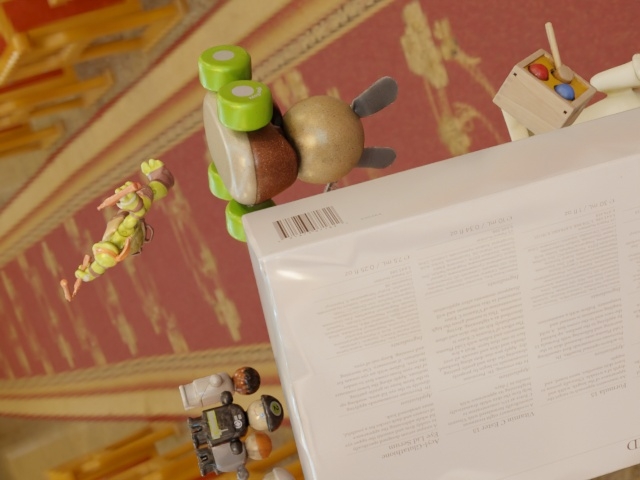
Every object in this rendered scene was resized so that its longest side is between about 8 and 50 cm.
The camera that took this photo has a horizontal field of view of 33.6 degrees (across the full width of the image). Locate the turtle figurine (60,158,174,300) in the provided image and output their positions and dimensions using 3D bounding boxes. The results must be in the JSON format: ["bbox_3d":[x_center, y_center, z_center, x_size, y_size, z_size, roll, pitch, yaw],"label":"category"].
[{"bbox_3d":[-0.288,-0.030,1.596,0.087,0.217,0.269,29,129,-7],"label":"turtle figurine"}]

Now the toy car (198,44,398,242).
[{"bbox_3d":[-0.014,-0.106,1.042,0.149,0.188,0.155,-118,21,-50],"label":"toy car"}]

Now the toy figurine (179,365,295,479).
[{"bbox_3d":[-0.132,0.320,1.716,0.209,0.148,0.213,-129,26,-69],"label":"toy figurine"}]

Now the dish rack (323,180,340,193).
[{"bbox_3d":[0.000,0.000,1.854,0.074,0.208,0.271,22,165,2],"label":"dish rack"}]

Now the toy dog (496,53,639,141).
[{"bbox_3d":[0.560,-0.131,1.832,0.285,0.407,0.395,-95,-18,-44],"label":"toy dog"}]

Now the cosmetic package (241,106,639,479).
[{"bbox_3d":[0.152,0.070,0.852,0.097,0.377,0.285,-121,18,-65],"label":"cosmetic package"}]

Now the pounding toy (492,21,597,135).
[{"bbox_3d":[0.350,-0.244,1.624,0.130,0.141,0.100,40,129,12],"label":"pounding toy"}]
